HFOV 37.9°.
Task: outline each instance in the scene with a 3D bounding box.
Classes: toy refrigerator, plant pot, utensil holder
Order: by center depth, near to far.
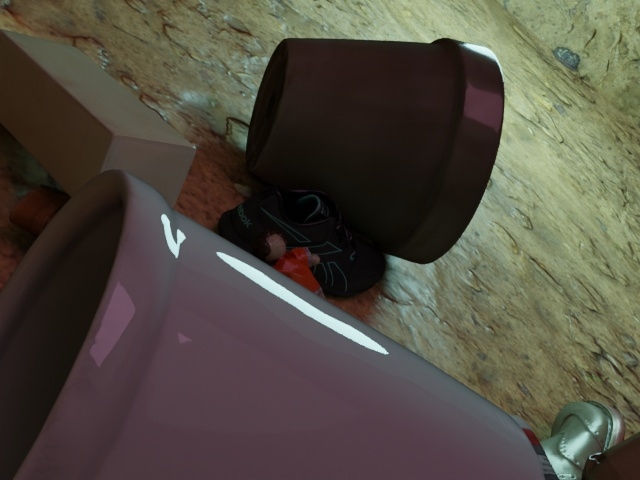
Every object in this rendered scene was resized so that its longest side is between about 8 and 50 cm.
[{"bbox_3d":[-0.070,0.183,0.705,0.385,0.327,0.327,32,33,-25],"label":"utensil holder"},{"bbox_3d":[-0.256,-0.123,0.986,0.102,0.094,0.269,5,26,-48],"label":"toy refrigerator"},{"bbox_3d":[0.057,-0.152,1.300,0.280,0.323,0.323,14,40,-17],"label":"plant pot"}]

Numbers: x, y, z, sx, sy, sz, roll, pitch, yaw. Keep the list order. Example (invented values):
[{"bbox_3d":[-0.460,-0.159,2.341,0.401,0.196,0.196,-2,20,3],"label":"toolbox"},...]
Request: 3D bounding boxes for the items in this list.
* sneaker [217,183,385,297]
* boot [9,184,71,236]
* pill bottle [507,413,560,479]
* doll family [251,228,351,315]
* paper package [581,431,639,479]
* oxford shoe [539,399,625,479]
[{"bbox_3d":[0.000,0.000,1.207,0.267,0.106,0.101,16,40,-41],"label":"sneaker"},{"bbox_3d":[-0.234,0.000,0.920,0.152,0.073,0.197,24,5,-7],"label":"boot"},{"bbox_3d":[0.185,0.368,0.881,0.210,0.210,0.363,9,45,-44],"label":"pill bottle"},{"bbox_3d":[-0.104,0.093,0.994,0.163,0.118,0.263,51,49,-1],"label":"doll family"},{"bbox_3d":[0.372,0.331,0.820,0.309,0.168,0.325,60,5,-64],"label":"paper package"},{"bbox_3d":[0.300,0.287,1.192,0.146,0.140,0.397,18,14,12],"label":"oxford shoe"}]
